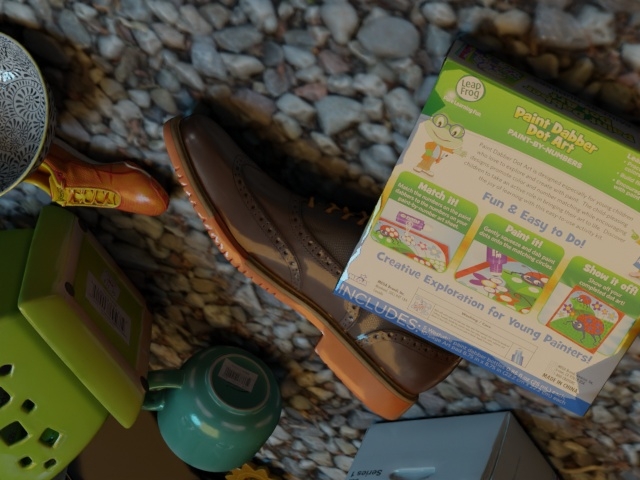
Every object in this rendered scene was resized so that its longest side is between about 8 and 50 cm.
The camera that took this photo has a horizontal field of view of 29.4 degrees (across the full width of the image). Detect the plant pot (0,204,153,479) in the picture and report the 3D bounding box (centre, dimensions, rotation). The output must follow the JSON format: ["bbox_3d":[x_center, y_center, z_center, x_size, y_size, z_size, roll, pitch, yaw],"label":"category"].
[{"bbox_3d":[-0.314,0.112,1.339,0.207,0.227,0.228,-27,120,12],"label":"plant pot"}]

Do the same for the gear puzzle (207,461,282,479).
[{"bbox_3d":[-0.135,0.379,1.693,0.175,0.044,0.339,31,138,-1],"label":"gear puzzle"}]

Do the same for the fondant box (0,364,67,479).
[{"bbox_3d":[-0.456,0.206,1.426,0.330,0.238,0.096,32,114,-19],"label":"fondant box"}]

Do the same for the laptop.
[{"bbox_3d":[-0.284,0.312,1.684,0.234,0.136,0.264,60,158,-14],"label":"laptop"}]

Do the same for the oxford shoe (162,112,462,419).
[{"bbox_3d":[0.000,0.000,1.167,0.132,0.130,0.364,-40,102,15],"label":"oxford shoe"}]

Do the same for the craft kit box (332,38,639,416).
[{"bbox_3d":[0.169,-0.005,1.024,0.250,0.061,0.247,27,123,2],"label":"craft kit box"}]

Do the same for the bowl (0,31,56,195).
[{"bbox_3d":[-0.319,-0.118,1.202,0.170,0.080,0.170,-1,89,21],"label":"bowl"}]

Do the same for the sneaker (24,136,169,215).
[{"bbox_3d":[-0.239,-0.054,1.258,0.175,0.067,0.064,16,138,12],"label":"sneaker"}]

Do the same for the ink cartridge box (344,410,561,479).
[{"bbox_3d":[0.182,0.329,1.388,0.201,0.117,0.278,-13,126,39],"label":"ink cartridge box"}]

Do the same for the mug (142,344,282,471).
[{"bbox_3d":[-0.120,0.187,1.383,0.129,0.157,0.097,60,140,22],"label":"mug"}]
